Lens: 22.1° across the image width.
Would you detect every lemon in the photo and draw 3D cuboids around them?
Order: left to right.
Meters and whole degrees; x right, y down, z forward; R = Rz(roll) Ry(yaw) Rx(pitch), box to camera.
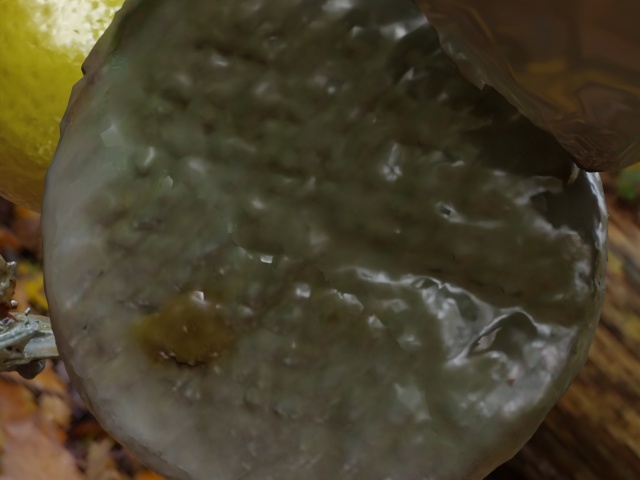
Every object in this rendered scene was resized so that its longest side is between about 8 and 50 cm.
[{"bbox_3d":[-0.178,-0.128,1.387,0.319,0.245,0.245,15,26,-28],"label":"lemon"}]

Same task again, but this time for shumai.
[{"bbox_3d":[0.000,0.000,0.567,0.201,0.201,0.120,47,6,10],"label":"shumai"}]

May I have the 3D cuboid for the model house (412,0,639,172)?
[{"bbox_3d":[0.260,-0.195,0.407,0.445,0.395,0.400,41,56,-25],"label":"model house"}]

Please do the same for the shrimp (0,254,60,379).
[{"bbox_3d":[-0.178,0.026,0.757,0.180,0.099,0.041,19,19,-45],"label":"shrimp"}]
